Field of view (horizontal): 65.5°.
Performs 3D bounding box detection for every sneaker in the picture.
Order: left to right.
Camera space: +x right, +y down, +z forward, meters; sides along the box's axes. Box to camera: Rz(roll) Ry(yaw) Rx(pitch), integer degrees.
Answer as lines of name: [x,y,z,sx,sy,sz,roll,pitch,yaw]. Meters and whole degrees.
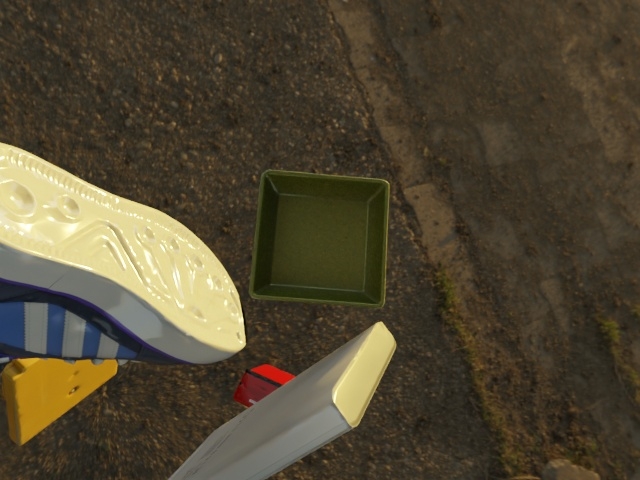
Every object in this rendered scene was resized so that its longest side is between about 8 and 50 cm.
sneaker: [-0.245,0.063,0.443,0.322,0.236,0.130,40,28,-51]

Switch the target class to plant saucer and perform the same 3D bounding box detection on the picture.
plant saucer: [0.000,0.000,0.721,0.188,0.045,0.189,5,77,-2]

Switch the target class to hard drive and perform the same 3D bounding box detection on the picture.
hard drive: [-0.068,0.251,0.664,0.047,0.353,0.233,52,22,3]

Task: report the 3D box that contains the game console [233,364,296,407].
game console: [-0.133,0.393,1.304,0.124,0.143,0.085,-64,147,-20]

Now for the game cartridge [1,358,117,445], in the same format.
game cartridge: [-0.602,0.305,1.181,0.052,0.324,0.285,35,40,13]
